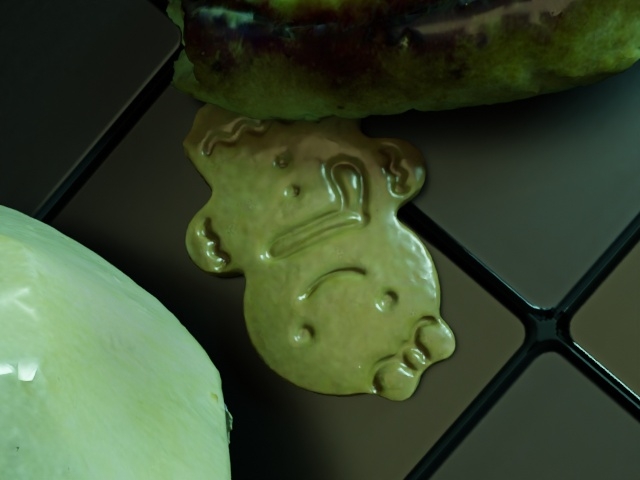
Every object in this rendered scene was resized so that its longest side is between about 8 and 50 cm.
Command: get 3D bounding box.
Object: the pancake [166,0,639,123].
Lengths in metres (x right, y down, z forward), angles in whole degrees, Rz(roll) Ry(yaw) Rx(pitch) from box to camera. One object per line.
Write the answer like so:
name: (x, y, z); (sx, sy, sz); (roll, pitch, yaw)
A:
pancake: (0.102, -0.219, 0.594); (0.427, 0.067, 0.304); (-12, 76, 19)

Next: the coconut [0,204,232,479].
coconut: (-0.198, 0.130, 0.526); (0.353, 0.352, 0.352); (-1, 85, 9)

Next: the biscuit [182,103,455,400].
biscuit: (-0.006, -0.002, 0.643); (0.134, 0.027, 0.184); (-10, 83, 7)
